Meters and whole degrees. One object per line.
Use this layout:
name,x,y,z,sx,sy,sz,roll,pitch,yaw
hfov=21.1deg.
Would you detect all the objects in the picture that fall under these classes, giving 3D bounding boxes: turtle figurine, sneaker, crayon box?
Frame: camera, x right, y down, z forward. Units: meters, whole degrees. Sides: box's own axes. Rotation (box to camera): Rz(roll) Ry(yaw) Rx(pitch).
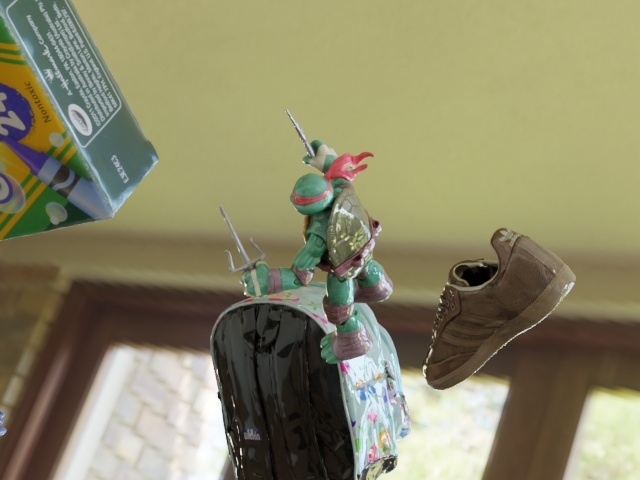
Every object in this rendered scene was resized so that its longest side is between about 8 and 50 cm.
turtle figurine,0.000,0.000,1.643,0.118,0.175,0.234,16,-35,39
sneaker,0.120,0.048,1.305,0.071,0.066,0.188,45,-40,0
crayon box,-0.306,-0.093,1.277,0.323,0.083,0.203,-10,-61,32

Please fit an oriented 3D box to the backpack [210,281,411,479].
backpack,-0.015,0.176,2.115,0.225,0.191,0.254,-5,-75,39

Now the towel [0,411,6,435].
towel,-0.518,0.195,1.764,0.243,0.040,0.336,0,0,32
